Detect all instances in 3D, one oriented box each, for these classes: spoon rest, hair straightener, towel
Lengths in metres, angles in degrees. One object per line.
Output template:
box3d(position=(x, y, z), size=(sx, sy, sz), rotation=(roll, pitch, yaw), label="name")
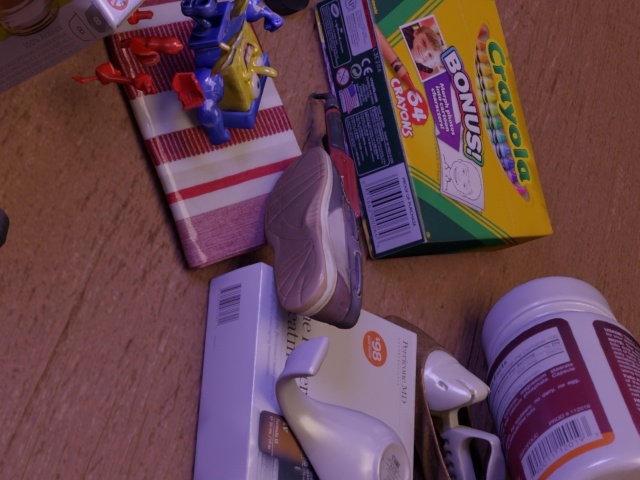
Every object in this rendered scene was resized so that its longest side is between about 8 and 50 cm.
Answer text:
box3d(position=(0.025, 0.222, 1.848), size=(0.276, 0.084, 0.137), rotation=(60, 40, -33), label="spoon rest")
box3d(position=(0.016, -0.097, 2.107), size=(0.089, 0.047, 0.230), rotation=(89, -10, -56), label="hair straightener")
box3d(position=(-0.132, -0.144, 1.979), size=(0.237, 0.037, 0.329), rotation=(-19, 89, -48), label="towel")

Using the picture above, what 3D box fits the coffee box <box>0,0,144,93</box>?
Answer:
box3d(position=(-0.325, -0.371, 1.611), size=(0.334, 0.338, 0.338), rotation=(52, 44, -20), label="coffee box")

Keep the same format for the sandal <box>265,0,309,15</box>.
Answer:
box3d(position=(-0.060, -0.428, 2.152), size=(0.097, 0.054, 0.254), rotation=(-20, 91, -50), label="sandal")

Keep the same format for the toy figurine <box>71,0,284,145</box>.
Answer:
box3d(position=(-0.135, -0.235, 1.926), size=(0.217, 0.191, 0.362), rotation=(69, 24, -47), label="toy figurine")

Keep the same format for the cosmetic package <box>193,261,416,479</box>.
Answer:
box3d(position=(-0.013, 0.250, 1.914), size=(0.284, 0.097, 0.377), rotation=(27, 56, -42), label="cosmetic package")

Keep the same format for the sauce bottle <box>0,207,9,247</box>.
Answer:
box3d(position=(-0.375, 0.116, 1.546), size=(0.111, 0.111, 0.344), rotation=(36, 49, -34), label="sauce bottle")

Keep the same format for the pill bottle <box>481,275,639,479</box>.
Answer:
box3d(position=(0.340, 0.236, 2.124), size=(0.224, 0.224, 0.392), rotation=(42, 21, -30), label="pill bottle")

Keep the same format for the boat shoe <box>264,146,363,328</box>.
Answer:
box3d(position=(0.000, 0.000, 1.915), size=(0.092, 0.103, 0.285), rotation=(39, 25, -28), label="boat shoe")

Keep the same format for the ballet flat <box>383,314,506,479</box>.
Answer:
box3d(position=(0.173, 0.251, 2.099), size=(0.116, 0.124, 0.342), rotation=(-9, 82, -48), label="ballet flat")

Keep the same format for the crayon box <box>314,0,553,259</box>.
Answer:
box3d(position=(0.162, -0.165, 2.262), size=(0.313, 0.106, 0.363), rotation=(-4, 79, -49), label="crayon box")
